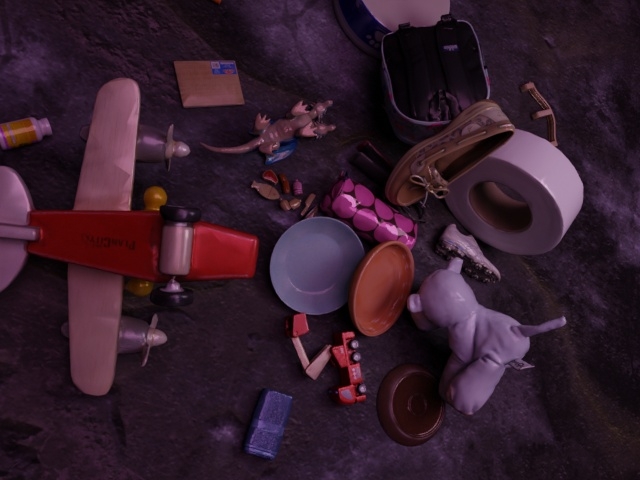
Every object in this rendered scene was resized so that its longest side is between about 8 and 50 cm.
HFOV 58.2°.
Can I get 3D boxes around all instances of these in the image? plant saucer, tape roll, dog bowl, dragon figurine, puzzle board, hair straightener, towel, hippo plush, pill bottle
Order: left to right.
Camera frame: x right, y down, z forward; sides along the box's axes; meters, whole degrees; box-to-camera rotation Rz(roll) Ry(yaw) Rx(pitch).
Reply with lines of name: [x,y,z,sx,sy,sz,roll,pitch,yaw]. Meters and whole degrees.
pill bottle: [-0.503,-0.183,0.975,0.083,0.043,0.043,-22,88,-27]
puzzle board: [-0.223,-0.314,1.155,0.128,0.011,0.097,-10,81,-27]
towel: [-0.096,0.336,1.056,0.067,0.029,0.120,25,70,-18]
dragon figurine: [-0.089,-0.207,1.151,0.289,0.144,0.085,-26,92,-8]
plant saucer: [-0.008,0.048,1.133,0.194,0.037,0.195,-3,100,-16]
plant saucer: [0.118,0.093,1.161,0.200,0.037,0.200,-21,120,-44]
hair straightener: [0.153,-0.111,1.266,0.230,0.047,0.089,45,52,-16]
dog bowl: [0.166,-0.563,1.341,0.264,0.104,0.265,6,76,-23]
plant saucer: [0.196,0.339,1.193,0.168,0.029,0.169,6,76,-23]
hippo plush: [0.269,0.186,1.148,0.236,0.294,0.234,41,77,8]
tape roll: [0.410,-0.101,1.250,0.286,0.286,0.100,46,65,-9]

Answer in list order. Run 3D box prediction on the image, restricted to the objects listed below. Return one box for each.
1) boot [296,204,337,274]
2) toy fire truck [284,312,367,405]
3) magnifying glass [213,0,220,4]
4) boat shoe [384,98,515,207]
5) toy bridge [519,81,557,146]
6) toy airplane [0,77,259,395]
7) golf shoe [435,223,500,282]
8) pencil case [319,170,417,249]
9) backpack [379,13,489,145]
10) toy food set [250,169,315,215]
boot: [0.000,0.000,1.172,0.114,0.037,0.106,37,79,-10]
toy fire truck: [0.010,0.231,1.119,0.135,0.047,0.192,-6,82,-26]
magnifying glass: [-0.306,-0.547,1.164,0.230,0.026,0.092,22,70,-17]
boat shoe: [0.249,-0.158,1.145,0.104,0.285,0.089,25,32,-42]
toy bridge: [0.590,-0.336,1.532,0.063,0.026,0.188,-18,86,-30]
toy airplane: [-0.330,-0.002,0.924,0.386,0.272,0.384,-40,85,9]
golf shoe: [0.349,0.027,1.316,0.176,0.069,0.086,35,60,-15]
pencil case: [0.107,-0.055,1.209,0.209,0.095,0.098,34,46,-17]
backpack: [0.244,-0.323,1.241,0.225,0.191,0.254,-9,61,2]
toy food set: [-0.075,-0.101,1.173,0.122,0.019,0.078,33,66,-6]
